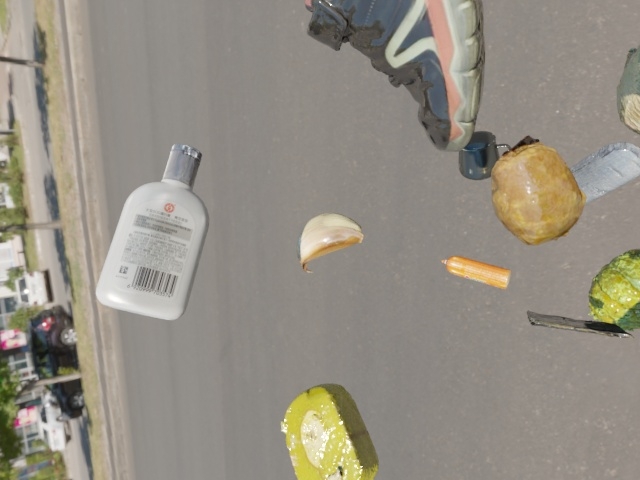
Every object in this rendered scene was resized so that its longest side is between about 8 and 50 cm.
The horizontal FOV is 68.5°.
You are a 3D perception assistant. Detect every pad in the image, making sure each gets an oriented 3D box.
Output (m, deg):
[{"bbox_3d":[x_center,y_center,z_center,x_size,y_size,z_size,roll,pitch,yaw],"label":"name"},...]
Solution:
[{"bbox_3d":[0.672,0.221,1.241,0.233,0.174,0.022,7,92,19],"label":"pad"}]

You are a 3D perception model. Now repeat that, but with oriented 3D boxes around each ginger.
[{"bbox_3d":[0.552,-0.108,1.204,0.223,0.200,0.269,49,-179,29],"label":"ginger"}]

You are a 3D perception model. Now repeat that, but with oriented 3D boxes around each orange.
[{"bbox_3d":[0.995,0.155,1.462,0.223,0.301,0.300,54,131,42],"label":"orange"}]

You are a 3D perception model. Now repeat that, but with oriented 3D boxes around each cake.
[{"bbox_3d":[0.017,0.497,1.168,0.179,0.156,0.260,-31,66,15],"label":"cake"}]

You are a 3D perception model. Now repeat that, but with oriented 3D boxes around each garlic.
[{"bbox_3d":[-0.001,-0.007,1.242,0.207,0.128,0.115,-30,71,25],"label":"garlic"}]

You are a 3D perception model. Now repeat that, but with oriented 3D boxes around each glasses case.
[{"bbox_3d":[0.717,-0.164,1.248,0.109,0.067,0.282,33,152,-6],"label":"glasses case"}]

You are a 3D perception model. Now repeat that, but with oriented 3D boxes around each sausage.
[{"bbox_3d":[0.537,0.104,1.640,0.234,0.071,0.071,16,113,30],"label":"sausage"}]

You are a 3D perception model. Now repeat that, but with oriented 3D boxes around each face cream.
[{"bbox_3d":[-0.262,-0.021,0.783,0.071,0.144,0.291,153,130,-65],"label":"face cream"}]

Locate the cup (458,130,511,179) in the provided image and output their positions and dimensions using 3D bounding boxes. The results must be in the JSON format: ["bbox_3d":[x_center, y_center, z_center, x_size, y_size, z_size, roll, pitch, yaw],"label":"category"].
[{"bbox_3d":[0.685,-0.359,1.955,0.223,0.169,0.176,-5,126,22],"label":"cup"}]

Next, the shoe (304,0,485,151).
[{"bbox_3d":[0.053,-0.178,0.367,0.137,0.114,0.291,-4,139,26],"label":"shoe"}]

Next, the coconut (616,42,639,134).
[{"bbox_3d":[0.777,-0.343,0.987,0.254,0.297,0.297,33,132,9],"label":"coconut"}]
